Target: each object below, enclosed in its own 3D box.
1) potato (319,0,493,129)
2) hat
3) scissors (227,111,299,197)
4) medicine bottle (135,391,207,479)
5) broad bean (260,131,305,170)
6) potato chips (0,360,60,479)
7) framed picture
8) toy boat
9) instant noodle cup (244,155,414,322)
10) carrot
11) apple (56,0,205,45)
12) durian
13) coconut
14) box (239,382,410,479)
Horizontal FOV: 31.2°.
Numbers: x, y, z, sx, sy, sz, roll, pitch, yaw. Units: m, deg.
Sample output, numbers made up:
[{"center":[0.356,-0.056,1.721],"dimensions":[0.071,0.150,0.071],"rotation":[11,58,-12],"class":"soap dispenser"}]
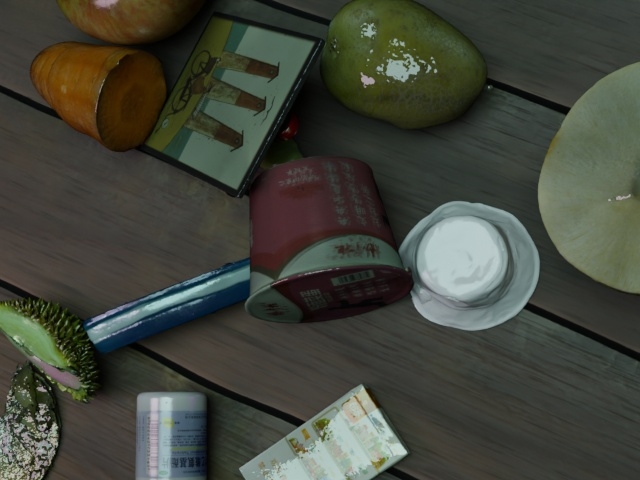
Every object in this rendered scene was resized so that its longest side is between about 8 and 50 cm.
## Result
[{"center":[0.123,-0.249,1.625],"dimensions":[0.251,0.159,0.174],"rotation":[20,111,7],"class":"potato"},{"center":[0.201,0.028,1.580],"dimensions":[0.203,0.126,0.203],"rotation":[-1,81,10],"class":"hat"},{"center":[-0.116,-0.152,1.657],"dimensions":[0.144,0.017,0.248],"rotation":[-49,30,2],"class":"scissors"},{"center":[-0.215,0.312,1.651],"dimensions":[0.103,0.103,0.186],"rotation":[-2,81,13],"class":"medicine bottle"},{"center":[-0.061,-0.127,1.709],"dimensions":[0.083,0.045,0.063],"rotation":[39,91,23],"class":"broad bean"},{"center":[-0.490,0.299,1.763],"dimensions":[0.202,0.029,0.220],"rotation":[45,97,15],"class":"potato chips"},{"center":[-0.136,-0.206,1.654],"dimensions":[0.324,0.013,0.244],"rotation":[27,89,54],"class":"framed picture"},{"center":[-0.201,0.091,1.687],"dimensions":[0.299,0.096,0.061],"rotation":[-22,87,8],"class":"toy boat"},{"center":[0.000,0.000,1.593],"dimensions":[0.235,0.235,0.178],"rotation":[-14,69,11],"class":"instant noodle cup"},{"center":[-0.358,-0.244,1.747],"dimensions":[0.225,0.159,0.159],"rotation":[26,89,30],"class":"carrot"},{"center":[-0.276,-0.420,1.712],"dimensions":[0.264,0.264,0.264],"rotation":[-2,82,13],"class":"apple"},{"center":[-0.390,0.155,1.710],"dimensions":[0.095,0.137,0.221],"rotation":[-43,56,-16],"class":"durian"},{"center":[0.430,-0.069,1.447],"dimensions":[0.323,0.323,0.322],"rotation":[-2,82,13],"class":"coconut"},{"center":[0.005,0.314,1.635],"dimensions":[0.220,0.032,0.122],"rotation":[-36,75,7],"class":"box"}]
